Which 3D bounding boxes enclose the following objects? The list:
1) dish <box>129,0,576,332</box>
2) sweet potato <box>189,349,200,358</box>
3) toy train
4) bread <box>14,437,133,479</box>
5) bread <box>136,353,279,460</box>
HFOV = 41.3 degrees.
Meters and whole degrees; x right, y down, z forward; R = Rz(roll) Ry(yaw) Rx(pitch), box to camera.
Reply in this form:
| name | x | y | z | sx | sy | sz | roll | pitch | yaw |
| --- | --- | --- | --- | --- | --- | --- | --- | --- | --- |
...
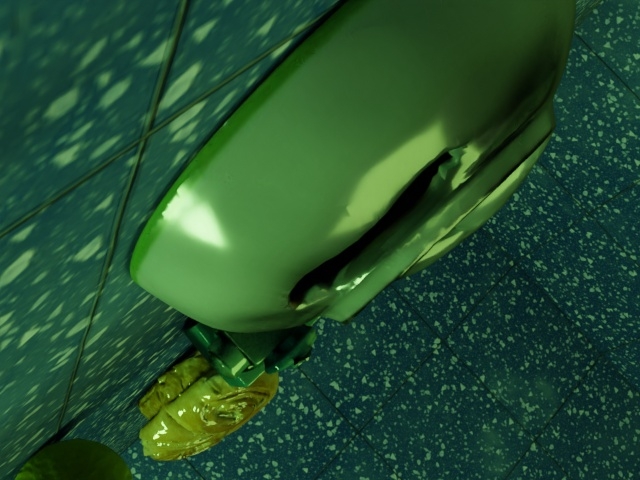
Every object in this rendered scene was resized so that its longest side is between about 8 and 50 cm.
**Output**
| name | x | y | z | sx | sy | sz | roll | pitch | yaw |
| --- | --- | --- | --- | --- | --- | --- | --- | --- | --- |
| dish | 0.047 | -0.042 | 0.520 | 0.324 | 0.124 | 0.324 | -43 | 177 | -3 |
| sweet potato | -0.106 | 0.099 | 1.176 | 0.195 | 0.056 | 0.056 | -38 | 176 | -6 |
| toy train | -0.019 | 0.042 | 0.970 | 0.298 | 0.120 | 0.194 | -42 | -176 | -18 |
| bread | -0.270 | 0.272 | 0.903 | 0.129 | 0.111 | 0.114 | -44 | -178 | -24 |
| bread | -0.179 | 0.256 | 1.359 | 0.236 | 0.120 | 0.198 | -41 | 160 | 22 |
